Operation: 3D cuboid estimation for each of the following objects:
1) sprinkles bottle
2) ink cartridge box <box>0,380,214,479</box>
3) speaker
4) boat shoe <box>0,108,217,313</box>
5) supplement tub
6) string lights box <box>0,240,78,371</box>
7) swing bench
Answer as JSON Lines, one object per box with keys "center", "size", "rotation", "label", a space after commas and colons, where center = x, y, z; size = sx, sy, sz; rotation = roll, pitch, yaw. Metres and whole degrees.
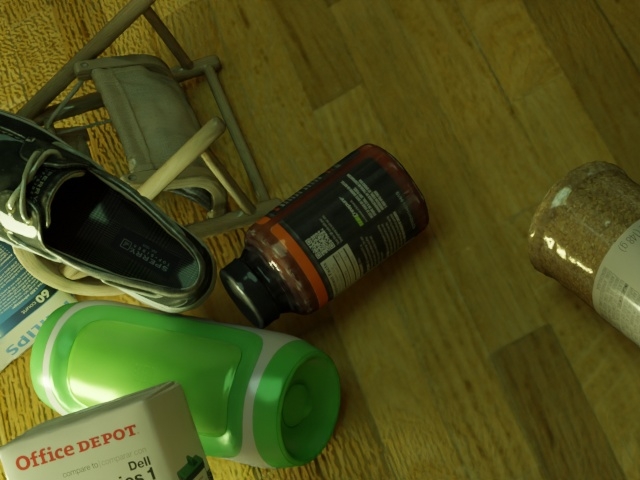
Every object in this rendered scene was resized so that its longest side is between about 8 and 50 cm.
{"center": [0.329, 0.066, 1.384], "size": [0.121, 0.121, 0.355], "rotation": [-46, 50, -4], "label": "sprinkles bottle"}
{"center": [-0.174, 0.255, 1.487], "size": [0.160, 0.092, 0.219], "rotation": [-20, 90, 17], "label": "ink cartridge box"}
{"center": [-0.132, 0.135, 1.587], "size": [0.296, 0.131, 0.131], "rotation": [9, 65, 32], "label": "speaker"}
{"center": [-0.243, -0.043, 1.535], "size": [0.335, 0.119, 0.121], "rotation": [25, 78, -3], "label": "boat shoe"}
{"center": [0.000, 0.000, 1.590], "size": [0.198, 0.106, 0.106], "rotation": [-36, 49, -13], "label": "supplement tub"}
{"center": [-0.375, 0.029, 1.696], "size": [0.133, 0.260, 0.077], "rotation": [-40, 51, 0], "label": "string lights box"}
{"center": [-0.212, -0.096, 1.743], "size": [0.254, 0.165, 0.253], "rotation": [-29, 50, 6], "label": "swing bench"}
